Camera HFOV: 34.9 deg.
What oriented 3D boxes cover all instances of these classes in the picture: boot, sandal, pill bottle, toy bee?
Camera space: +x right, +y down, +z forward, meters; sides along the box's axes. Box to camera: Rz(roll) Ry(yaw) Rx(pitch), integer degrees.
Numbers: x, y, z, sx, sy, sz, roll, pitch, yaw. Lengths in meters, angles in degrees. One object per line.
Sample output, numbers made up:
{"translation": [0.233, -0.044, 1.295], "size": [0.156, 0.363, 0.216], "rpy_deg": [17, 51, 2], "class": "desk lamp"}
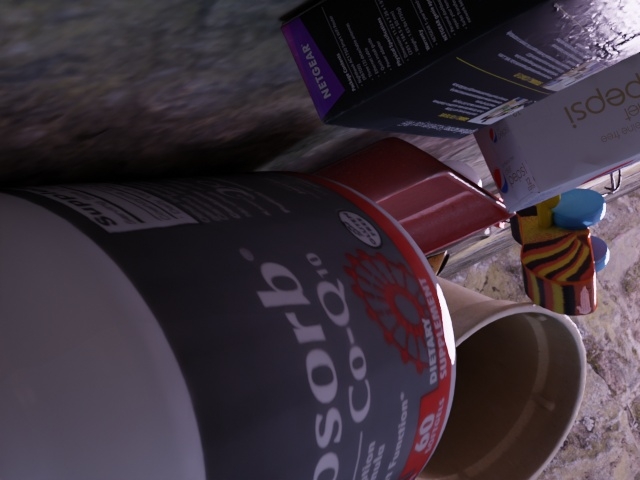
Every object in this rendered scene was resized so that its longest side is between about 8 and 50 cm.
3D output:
{"translation": [0.088, -0.027, 0.929], "size": [0.190, 0.069, 0.086], "rpy_deg": [-47, -170, 45], "class": "boot"}
{"translation": [0.190, 0.037, 1.699], "size": [0.219, 0.060, 0.090], "rpy_deg": [-24, 173, 5], "class": "sandal"}
{"translation": [-0.098, 0.079, 0.447], "size": [0.210, 0.210, 0.363], "rpy_deg": [-27, 172, 29], "class": "pill bottle"}
{"translation": [0.295, -0.006, 1.326], "size": [0.162, 0.195, 0.298], "rpy_deg": [0, -166, 23], "class": "toy bee"}

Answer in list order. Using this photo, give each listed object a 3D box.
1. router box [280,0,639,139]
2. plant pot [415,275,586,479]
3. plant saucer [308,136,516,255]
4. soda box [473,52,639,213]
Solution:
{"translation": [0.082, -0.091, 0.426], "size": [0.133, 0.046, 0.179], "rpy_deg": [-26, 172, 23], "class": "router box"}
{"translation": [0.158, 0.184, 1.487], "size": [0.334, 0.333, 0.305], "rpy_deg": [-20, -149, -25], "class": "plant pot"}
{"translation": [0.000, 0.000, 0.766], "size": [0.259, 0.047, 0.259], "rpy_deg": [-24, 167, 17], "class": "plant saucer"}
{"translation": [0.230, -0.096, 0.761], "size": [0.216, 0.073, 0.069], "rpy_deg": [-21, 173, -13], "class": "soda box"}
